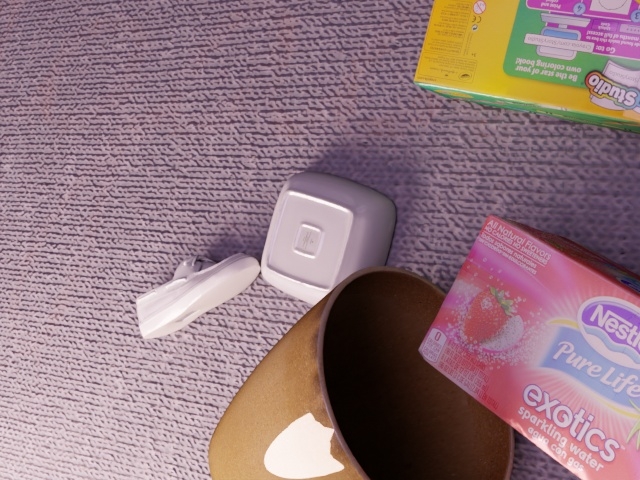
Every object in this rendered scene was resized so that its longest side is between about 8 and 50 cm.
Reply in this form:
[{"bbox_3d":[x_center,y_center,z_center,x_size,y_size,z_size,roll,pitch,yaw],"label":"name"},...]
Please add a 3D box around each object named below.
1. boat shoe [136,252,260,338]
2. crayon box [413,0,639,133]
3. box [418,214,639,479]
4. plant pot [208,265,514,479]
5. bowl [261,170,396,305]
[{"bbox_3d":[-0.147,0.052,1.058,0.184,0.066,0.063,-34,71,35],"label":"boat shoe"},{"bbox_3d":[0.237,-0.192,0.822,0.278,0.081,0.165,17,96,31],"label":"crayon box"},{"bbox_3d":[0.248,0.112,0.723,0.300,0.154,0.142,36,106,41],"label":"box"},{"bbox_3d":[0.012,0.183,0.873,0.254,0.237,0.237,-35,69,41],"label":"plant pot"},{"bbox_3d":[0.000,0.000,0.973,0.142,0.053,0.142,20,96,30],"label":"bowl"}]
